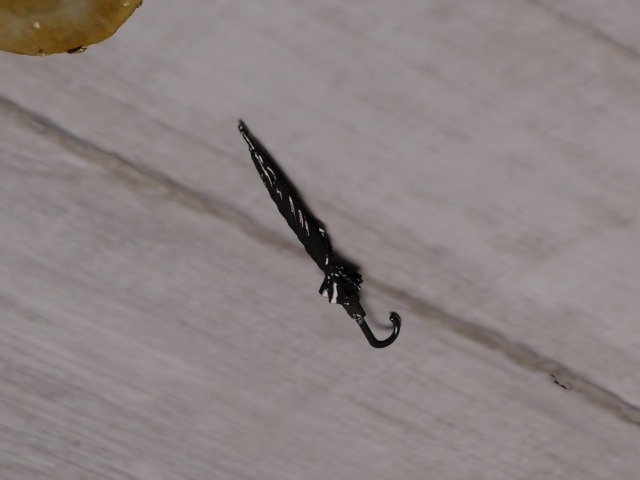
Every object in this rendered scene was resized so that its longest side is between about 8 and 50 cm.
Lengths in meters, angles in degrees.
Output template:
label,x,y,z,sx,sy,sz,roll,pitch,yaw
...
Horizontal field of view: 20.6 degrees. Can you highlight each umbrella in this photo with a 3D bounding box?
label,x,y,z,sx,sy,sz,roll,pitch,yaw
umbrella,-0.003,0.003,0.808,0.022,0.022,0.149,-44,125,-7

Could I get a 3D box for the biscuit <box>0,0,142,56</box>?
label,x,y,z,sx,sy,sz,roll,pitch,yaw
biscuit,-0.152,-0.161,0.654,0.118,0.029,0.247,-11,133,23
